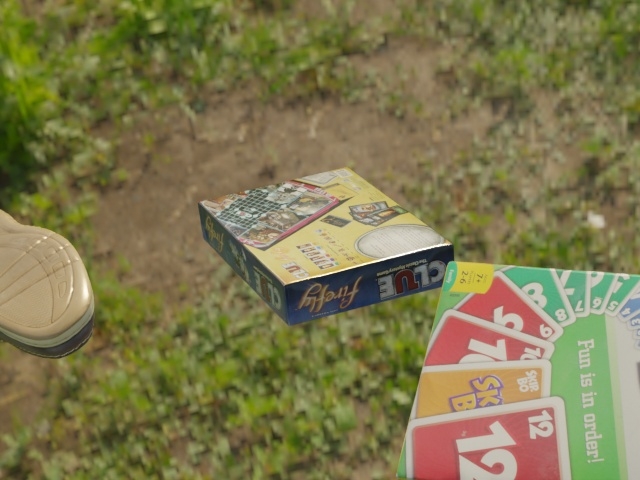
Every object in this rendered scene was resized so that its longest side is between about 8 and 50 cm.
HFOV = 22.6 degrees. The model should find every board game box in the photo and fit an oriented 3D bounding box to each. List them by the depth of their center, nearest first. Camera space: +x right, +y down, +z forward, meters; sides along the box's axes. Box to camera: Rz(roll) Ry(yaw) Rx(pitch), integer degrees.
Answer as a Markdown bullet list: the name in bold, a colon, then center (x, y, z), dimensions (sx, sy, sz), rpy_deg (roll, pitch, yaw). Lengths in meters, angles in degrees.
- **board game box**: center (0.173, 0.078, 0.768), dimensions (0.259, 0.039, 0.124), rpy_deg (5, 63, 22)
- **board game box**: center (0.000, 0.000, 1.507), dimensions (0.165, 0.042, 0.243), rpy_deg (-13, 23, -18)

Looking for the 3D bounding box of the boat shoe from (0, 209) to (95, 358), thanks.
- **boat shoe**: center (-0.278, 0.045, 1.455), dimensions (0.103, 0.092, 0.285), rpy_deg (-38, 37, -22)
